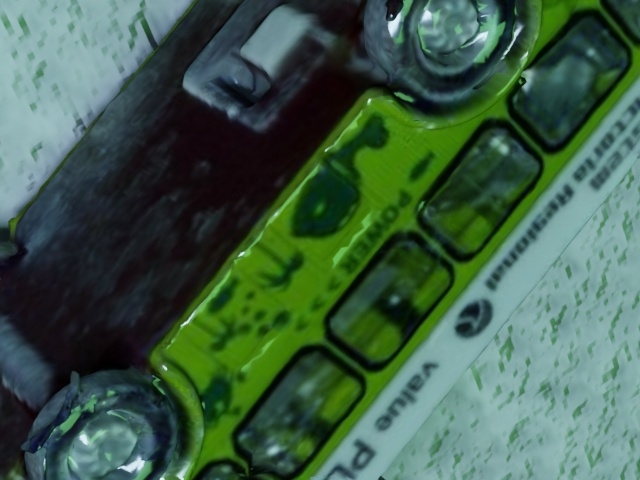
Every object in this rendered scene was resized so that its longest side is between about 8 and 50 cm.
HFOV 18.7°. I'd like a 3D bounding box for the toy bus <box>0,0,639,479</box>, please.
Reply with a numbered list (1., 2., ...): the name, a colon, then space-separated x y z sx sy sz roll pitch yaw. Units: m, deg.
1. toy bus: 0.000 0.000 0.546 0.302 0.113 0.139 -51 131 -1
